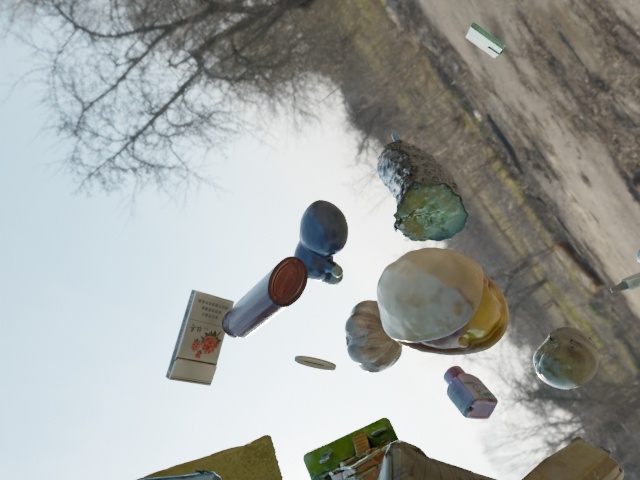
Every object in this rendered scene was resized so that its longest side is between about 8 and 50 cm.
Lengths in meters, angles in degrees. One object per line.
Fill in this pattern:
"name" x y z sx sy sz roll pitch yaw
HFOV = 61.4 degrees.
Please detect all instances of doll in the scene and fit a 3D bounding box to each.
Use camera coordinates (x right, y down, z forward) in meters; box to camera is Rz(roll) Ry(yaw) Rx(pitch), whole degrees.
"doll" 0.000 0.000 1.640 0.154 0.259 0.228 -1 -146 -37

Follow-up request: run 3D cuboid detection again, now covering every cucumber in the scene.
"cucumber" 0.114 -0.074 0.655 0.303 0.081 0.072 -83 -7 -70

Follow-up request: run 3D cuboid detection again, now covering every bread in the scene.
"bread" -0.270 0.617 1.227 0.361 0.244 0.233 22 -138 -60

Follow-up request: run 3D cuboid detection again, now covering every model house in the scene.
"model house" 0.083 0.727 1.644 0.243 0.357 0.313 67 -172 18

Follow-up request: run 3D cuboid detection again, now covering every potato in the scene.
"potato" 0.728 0.342 1.580 0.262 0.165 0.165 -15 -113 -46

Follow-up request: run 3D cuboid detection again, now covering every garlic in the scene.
"garlic" 0.167 0.279 1.587 0.228 0.152 0.228 14 -106 -60

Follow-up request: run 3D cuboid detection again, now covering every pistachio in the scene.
"pistachio" 0.244 0.128 1.135 0.230 0.230 0.308 47 163 -28

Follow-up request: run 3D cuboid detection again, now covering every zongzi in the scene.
"zongzi" 0.346 0.756 1.239 0.499 0.218 0.467 18 -143 2

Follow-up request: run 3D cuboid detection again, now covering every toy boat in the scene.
"toy boat" 0.398 0.437 0.900 0.089 0.310 0.115 21 124 52

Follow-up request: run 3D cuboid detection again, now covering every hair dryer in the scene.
"hair dryer" 0.660 0.069 1.117 0.155 0.183 0.044 -113 11 -73

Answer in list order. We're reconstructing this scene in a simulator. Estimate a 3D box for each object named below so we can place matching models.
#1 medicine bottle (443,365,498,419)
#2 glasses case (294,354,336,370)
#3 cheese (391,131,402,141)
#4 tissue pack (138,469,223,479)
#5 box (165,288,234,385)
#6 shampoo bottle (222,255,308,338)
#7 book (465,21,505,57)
"medicine bottle" 0.506 0.522 1.863 0.119 0.094 0.188 11 -159 -26
"glasses case" -0.010 0.238 1.045 0.032 0.083 0.021 53 -131 -75
"cheese" 0.208 -0.253 1.414 0.047 0.017 0.111 34 -151 -32
"tissue pack" -0.179 0.499 0.832 0.271 0.192 0.134 58 -148 -23
"box" -0.265 0.217 1.201 0.109 0.198 0.029 24 166 -41
"shampoo bottle" -0.114 0.120 1.003 0.064 0.260 0.102 35 -128 -11
"book" 0.414 -0.499 1.354 0.103 0.017 0.135 37 -166 2
